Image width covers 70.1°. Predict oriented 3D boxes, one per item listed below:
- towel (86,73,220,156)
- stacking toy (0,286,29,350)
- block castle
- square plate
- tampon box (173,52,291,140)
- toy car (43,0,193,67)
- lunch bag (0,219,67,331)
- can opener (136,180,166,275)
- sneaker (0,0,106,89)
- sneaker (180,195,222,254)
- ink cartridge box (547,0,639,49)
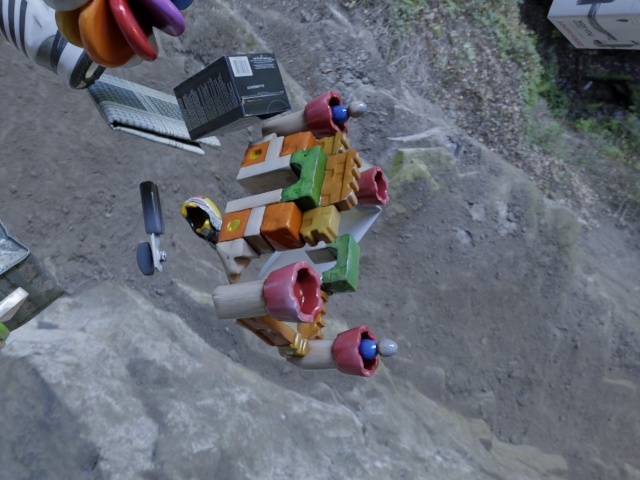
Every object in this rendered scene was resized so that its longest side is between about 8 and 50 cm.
[{"bbox_3d":[-0.473,-0.352,1.271,0.324,0.312,0.056,5,125,-47],"label":"towel"},{"bbox_3d":[-0.637,0.258,0.835,0.130,0.279,0.309,44,121,-9],"label":"stacking toy"},{"bbox_3d":[0.014,-0.019,0.813,0.212,0.453,0.303,-11,141,27],"label":"block castle"},{"bbox_3d":[0.000,0.000,1.314,0.347,0.049,0.344,-53,151,10],"label":"square plate"},{"bbox_3d":[-0.159,-0.255,0.816,0.120,0.161,0.102,-28,105,-46],"label":"tampon box"},{"bbox_3d":[-0.226,-0.290,0.556,0.136,0.159,0.182,43,88,18],"label":"toy car"},{"bbox_3d":[-0.778,0.125,1.032,0.169,0.235,0.287,39,62,15],"label":"lunch bag"},{"bbox_3d":[-0.511,-0.036,1.363,0.093,0.074,0.281,-6,84,-6],"label":"can opener"},{"bbox_3d":[-0.479,-0.556,0.904,0.257,0.169,0.448,32,84,-12],"label":"sneaker"},{"bbox_3d":[-0.264,-0.013,1.136,0.225,0.093,0.088,45,104,1],"label":"sneaker"},{"bbox_3d":[0.364,-0.275,0.549,0.099,0.135,0.056,11,103,-39],"label":"ink cartridge box"}]
